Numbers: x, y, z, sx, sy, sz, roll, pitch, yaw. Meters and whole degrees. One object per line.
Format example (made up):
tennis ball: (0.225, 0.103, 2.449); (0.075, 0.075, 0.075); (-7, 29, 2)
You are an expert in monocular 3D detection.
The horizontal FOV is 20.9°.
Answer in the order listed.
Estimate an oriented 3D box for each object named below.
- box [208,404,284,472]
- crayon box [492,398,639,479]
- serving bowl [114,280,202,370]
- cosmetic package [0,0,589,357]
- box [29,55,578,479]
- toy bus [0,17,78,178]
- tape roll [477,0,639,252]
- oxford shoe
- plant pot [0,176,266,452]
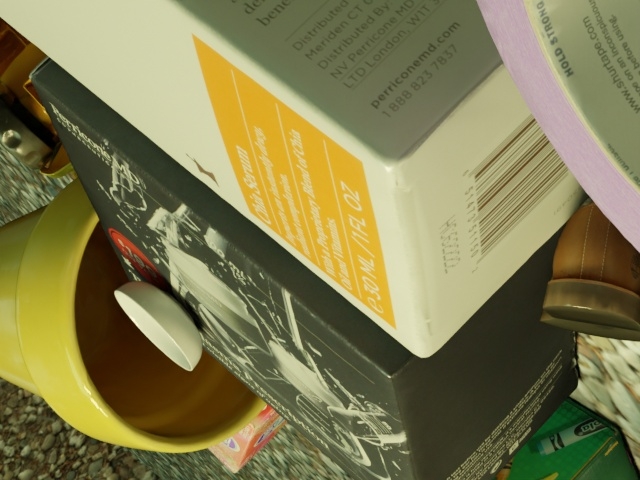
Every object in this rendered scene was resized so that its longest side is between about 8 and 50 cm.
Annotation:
box: (-0.079, 0.124, 1.804); (0.142, 0.154, 0.300); (44, 164, 7)
crayon box: (0.139, 0.274, 1.382); (0.081, 0.278, 0.165); (32, 160, 43)
serving bowl: (-0.117, 0.059, 1.306); (0.083, 0.027, 0.083); (41, 165, 13)
cosmetic package: (-0.059, -0.159, 1.024); (0.453, 0.161, 0.230); (39, 163, 25)
box: (0.000, 0.000, 1.239); (0.343, 0.179, 0.312); (38, 162, 25)
toy bus: (-0.244, -0.158, 1.583); (0.220, 0.149, 0.211); (45, -179, 10)
tape roll: (0.168, -0.086, 0.670); (0.275, 0.090, 0.275); (50, 164, 19)
oxford shoe: (0.176, 0.022, 1.066); (0.076, 0.076, 0.212); (8, 171, 9)
plant pot: (-0.187, 0.056, 1.549); (0.239, 0.254, 0.254); (-3, 131, 49)
